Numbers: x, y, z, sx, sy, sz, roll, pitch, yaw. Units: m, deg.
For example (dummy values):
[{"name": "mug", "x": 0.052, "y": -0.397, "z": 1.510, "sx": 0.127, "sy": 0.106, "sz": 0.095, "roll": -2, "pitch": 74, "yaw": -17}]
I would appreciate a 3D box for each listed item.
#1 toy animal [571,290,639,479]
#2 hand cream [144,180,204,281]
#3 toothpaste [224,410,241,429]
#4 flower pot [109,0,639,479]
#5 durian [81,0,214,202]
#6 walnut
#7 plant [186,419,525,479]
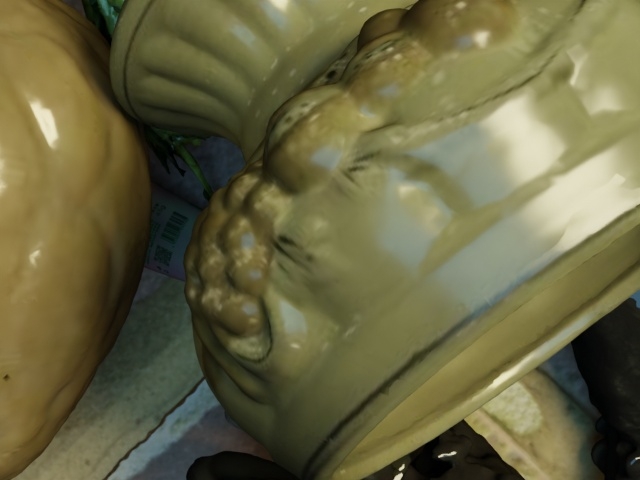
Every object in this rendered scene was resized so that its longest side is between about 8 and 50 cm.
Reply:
[{"name": "toy animal", "x": 0.234, "y": 0.082, "z": 0.743, "sx": 0.168, "sy": 0.106, "sz": 0.343, "roll": -12, "pitch": 106, "yaw": 4}, {"name": "hand cream", "x": -0.132, "y": -0.017, "z": 0.764, "sx": 0.174, "sy": 0.047, "sz": 0.076, "roll": 23, "pitch": 104, "yaw": 6}, {"name": "toothpaste", "x": -0.001, "y": 0.000, "z": 0.748, "sx": 0.068, "sy": 0.099, "sz": 0.282, "roll": 26, "pitch": 102, "yaw": 31}, {"name": "flower pot", "x": 0.039, "y": -0.048, "z": 0.555, "sx": 0.307, "sy": 0.307, "sz": 0.244, "roll": -40, "pitch": 73, "yaw": 10}, {"name": "durian", "x": -0.093, "y": -0.192, "z": 0.686, "sx": 0.106, "sy": 0.132, "sz": 0.375, "roll": -2, "pitch": 105, "yaw": 29}, {"name": "walnut", "x": -0.282, "y": -0.007, "z": 0.623, "sx": 0.381, "sy": 0.381, "sz": 0.381, "roll": 0, "pitch": 103, "yaw": 2}, {"name": "plant", "x": 0.062, "y": 0.208, "z": 0.715, "sx": 0.188, "sy": 0.199, "sz": 0.276, "roll": -42, "pitch": 116, "yaw": 0}]
